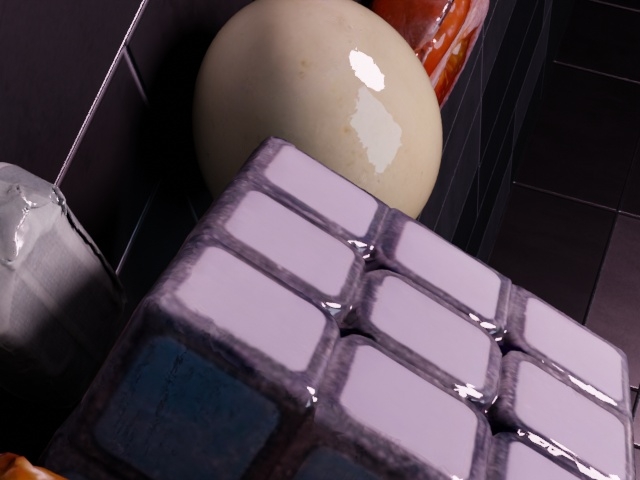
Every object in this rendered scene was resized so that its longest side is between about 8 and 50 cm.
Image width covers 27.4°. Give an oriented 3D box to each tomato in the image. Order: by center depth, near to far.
[{"bbox_3d":[0.100,-0.221,1.440,0.199,0.112,0.228,-64,167,-9],"label":"tomato"}]

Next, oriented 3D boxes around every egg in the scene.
[{"bbox_3d":[-0.004,-0.086,0.992,0.254,0.188,0.189,62,45,-59],"label":"egg"}]

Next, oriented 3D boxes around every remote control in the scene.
[{"bbox_3d":[-0.166,0.034,0.768,0.247,0.052,0.104,75,34,-72],"label":"remote control"}]

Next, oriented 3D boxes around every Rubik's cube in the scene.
[{"bbox_3d":[-0.006,0.163,0.814,0.305,0.301,0.304,-58,-179,25],"label":"Rubik's cube"}]

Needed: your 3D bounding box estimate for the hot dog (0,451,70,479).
[{"bbox_3d":[-0.125,0.261,0.568,0.367,0.365,0.196,-65,-155,23],"label":"hot dog"}]
